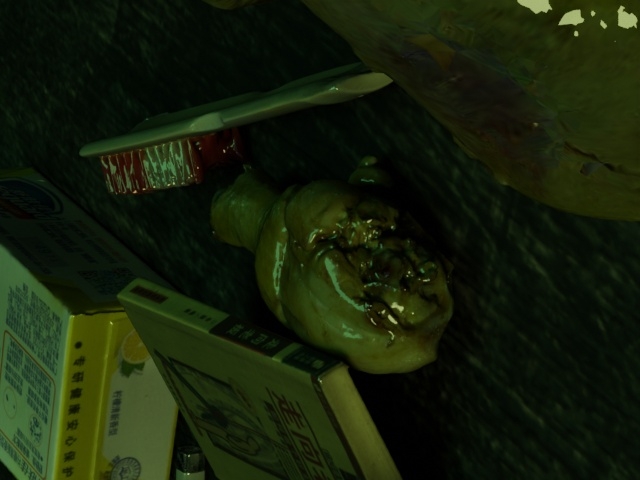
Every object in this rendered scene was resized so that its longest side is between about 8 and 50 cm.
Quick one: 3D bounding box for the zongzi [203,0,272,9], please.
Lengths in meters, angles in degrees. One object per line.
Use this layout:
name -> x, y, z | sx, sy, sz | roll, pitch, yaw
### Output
zongzi -> -0.060, -0.318, 1.117 | 0.286, 0.138, 0.300 | 50, 133, 36

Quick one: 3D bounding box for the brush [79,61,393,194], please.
brush -> -0.053, -0.067, 1.224 | 0.321, 0.060, 0.050 | -10, 101, 57

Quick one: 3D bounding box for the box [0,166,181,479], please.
box -> -0.206, 0.066, 1.442 | 0.265, 0.097, 0.168 | 35, 124, 49

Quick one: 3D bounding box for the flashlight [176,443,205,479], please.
flashlight -> -0.091, 0.183, 1.363 | 0.018, 0.018, 0.083 | 23, 115, 55

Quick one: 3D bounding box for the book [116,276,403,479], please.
book -> -0.028, 0.113, 1.184 | 0.231, 0.026, 0.161 | 18, 140, 54

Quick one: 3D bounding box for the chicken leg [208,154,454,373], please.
chicken leg -> 0.000, 0.000, 1.141 | 0.228, 0.088, 0.103 | 43, 142, 51

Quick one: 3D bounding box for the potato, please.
potato -> 0.092, -0.130, 0.803 | 0.210, 0.307, 0.173 | -25, 36, 59
